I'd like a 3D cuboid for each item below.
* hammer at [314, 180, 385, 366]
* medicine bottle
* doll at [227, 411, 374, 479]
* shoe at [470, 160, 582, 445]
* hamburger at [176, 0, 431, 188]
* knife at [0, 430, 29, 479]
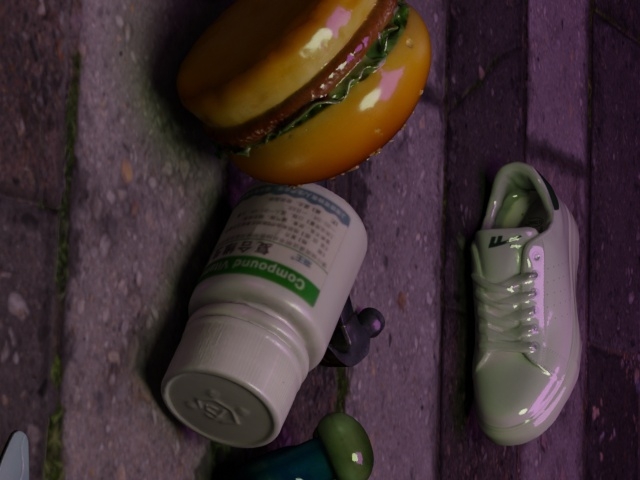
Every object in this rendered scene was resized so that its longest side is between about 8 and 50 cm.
[{"bbox_3d":[0.000,0.000,1.826,0.137,0.037,0.290,-48,129,-54],"label":"hammer"},{"bbox_3d":[-0.053,0.066,1.625,0.139,0.139,0.237,62,39,-38],"label":"medicine bottle"},{"bbox_3d":[-0.008,0.333,1.645,0.198,0.186,0.322,96,-20,-75],"label":"doll"},{"bbox_3d":[0.244,0.066,2.173,0.160,0.132,0.363,54,39,-46],"label":"shoe"},{"bbox_3d":[-0.004,-0.152,1.611,0.170,0.246,0.246,49,43,-19],"label":"hamburger"},{"bbox_3d":[-0.243,0.281,1.380,0.063,0.034,0.260,1,81,-52],"label":"knife"}]
